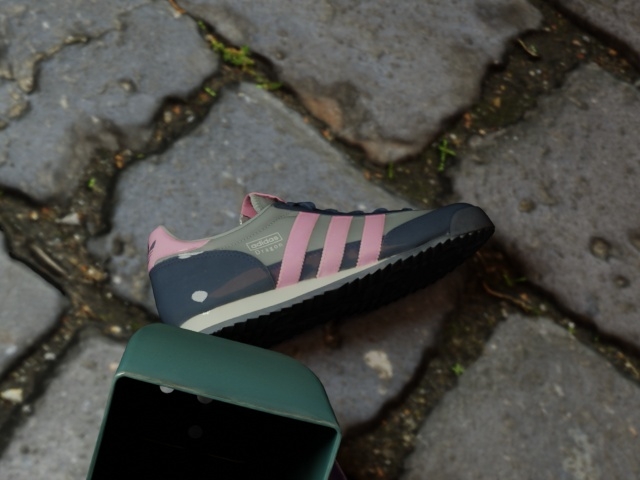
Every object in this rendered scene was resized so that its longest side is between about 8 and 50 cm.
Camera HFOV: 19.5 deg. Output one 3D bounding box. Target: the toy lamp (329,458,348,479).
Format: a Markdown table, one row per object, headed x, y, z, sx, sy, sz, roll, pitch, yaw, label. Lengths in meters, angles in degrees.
| x | y | z | sx | sy | sz | roll | pitch | yaw | label |
| --- | --- | --- | --- | --- | --- | --- | --- | --- | --- |
| 0.013 | 0.292 | 1.466 | 0.080 | 0.080 | 0.274 | -3 | 59 | -18 | toy lamp |

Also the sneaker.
| x | y | z | sx | sy | sz | roll | pitch | yaw | label |
| --- | --- | --- | --- | --- | --- | --- | --- | --- | --- |
| 0.000 | 0.000 | 1.627 | 0.319 | 0.112 | 0.131 | -17 | 67 | -26 | sneaker |

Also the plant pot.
| x | y | z | sx | sy | sz | roll | pitch | yaw | label |
| --- | --- | --- | --- | --- | --- | --- | --- | --- | --- |
| -0.090 | 0.156 | 1.428 | 0.165 | 0.165 | 0.234 | 15 | 14 | -7 | plant pot |
